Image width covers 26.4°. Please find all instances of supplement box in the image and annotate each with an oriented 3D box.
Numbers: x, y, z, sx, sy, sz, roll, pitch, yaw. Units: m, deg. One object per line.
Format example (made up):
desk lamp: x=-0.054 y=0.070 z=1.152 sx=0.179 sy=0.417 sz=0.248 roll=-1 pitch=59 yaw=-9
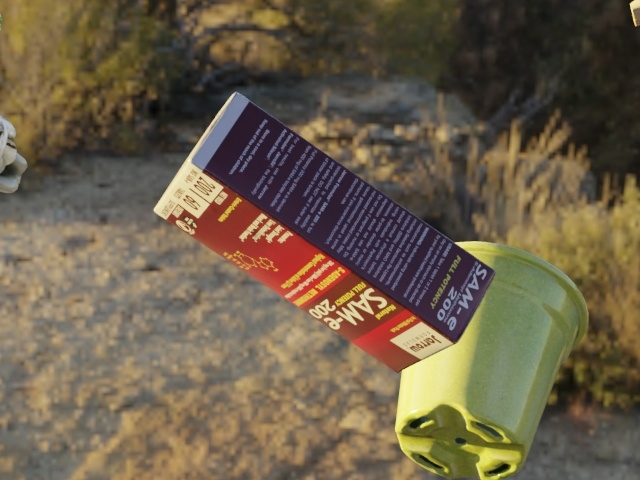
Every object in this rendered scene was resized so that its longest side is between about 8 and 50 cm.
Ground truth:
supplement box: x=0.000 y=0.000 z=1.050 sx=0.239 sy=0.073 sz=0.130 roll=34 pitch=-23 yaw=-7

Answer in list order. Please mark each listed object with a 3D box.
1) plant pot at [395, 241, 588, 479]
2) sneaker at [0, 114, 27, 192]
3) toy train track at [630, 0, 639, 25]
plant pot: x=0.219 y=0.185 z=1.904 sx=0.276 sy=0.276 sz=0.254 roll=7 pitch=50 yaw=15
sneaker: x=-0.404 y=-0.136 z=1.536 sx=0.118 sy=0.110 sz=0.292 roll=22 pitch=-17 yaw=7
toy train track: x=0.171 y=-0.110 z=0.571 sx=0.083 sy=0.048 sz=0.014 roll=-16 pitch=44 yaw=11
